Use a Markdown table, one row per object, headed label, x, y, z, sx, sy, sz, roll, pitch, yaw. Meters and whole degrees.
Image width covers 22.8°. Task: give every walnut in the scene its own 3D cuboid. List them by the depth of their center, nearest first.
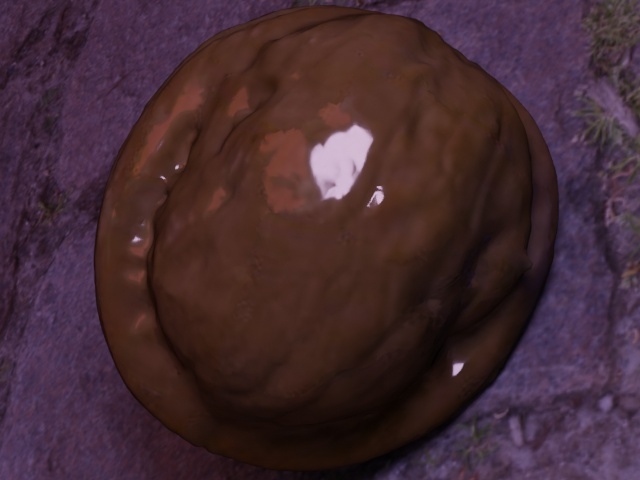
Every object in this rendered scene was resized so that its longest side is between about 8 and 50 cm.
| label | x | y | z | sx | sy | sz | roll | pitch | yaw |
| --- | --- | --- | --- | --- | --- | --- | --- | --- | --- |
| walnut | 0.007 | -0.011 | 1.330 | 0.383 | 0.383 | 0.383 | -26 | 44 | 28 |
